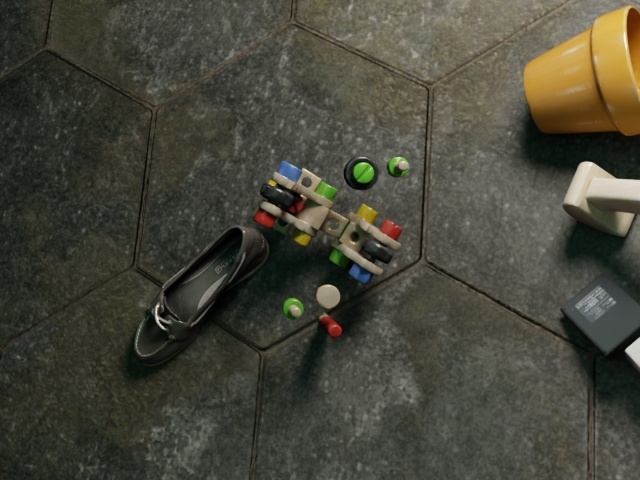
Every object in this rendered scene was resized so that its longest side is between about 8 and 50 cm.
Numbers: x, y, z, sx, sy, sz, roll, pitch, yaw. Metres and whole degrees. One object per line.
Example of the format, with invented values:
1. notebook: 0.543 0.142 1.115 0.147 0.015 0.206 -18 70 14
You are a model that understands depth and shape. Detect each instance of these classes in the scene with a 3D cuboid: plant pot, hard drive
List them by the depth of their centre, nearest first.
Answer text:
1. hard drive: 0.453 0.119 1.571 0.094 0.022 0.135 -41 35 5
2. plant pot: 0.446 -0.260 1.637 0.188 0.205 0.205 -13 70 32

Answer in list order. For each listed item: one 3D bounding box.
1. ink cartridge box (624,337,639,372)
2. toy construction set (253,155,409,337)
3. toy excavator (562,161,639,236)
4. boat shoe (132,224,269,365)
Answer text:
1. ink cartridge box: 0.589 0.202 1.495 0.154 0.093 0.212 -40 64 6
2. toy construction set: 0.000 0.000 1.744 0.257 0.237 0.309 4 93 -9
3. toy excavator: 0.626 -0.018 1.456 0.445 0.433 0.222 26 84 -4
4. boat shoe: -0.238 0.093 1.826 0.335 0.095 0.112 -44 65 3
